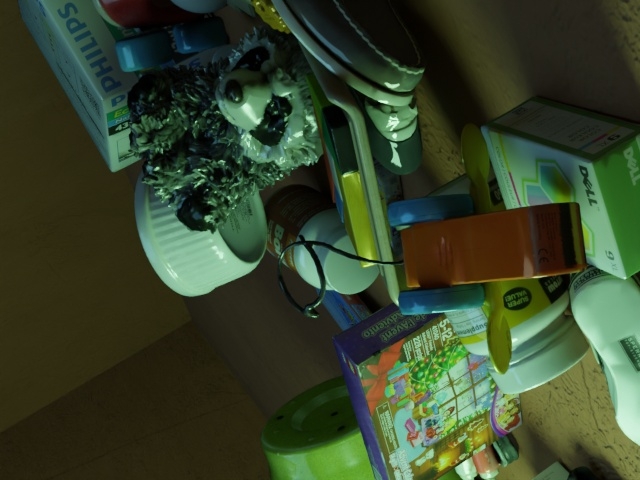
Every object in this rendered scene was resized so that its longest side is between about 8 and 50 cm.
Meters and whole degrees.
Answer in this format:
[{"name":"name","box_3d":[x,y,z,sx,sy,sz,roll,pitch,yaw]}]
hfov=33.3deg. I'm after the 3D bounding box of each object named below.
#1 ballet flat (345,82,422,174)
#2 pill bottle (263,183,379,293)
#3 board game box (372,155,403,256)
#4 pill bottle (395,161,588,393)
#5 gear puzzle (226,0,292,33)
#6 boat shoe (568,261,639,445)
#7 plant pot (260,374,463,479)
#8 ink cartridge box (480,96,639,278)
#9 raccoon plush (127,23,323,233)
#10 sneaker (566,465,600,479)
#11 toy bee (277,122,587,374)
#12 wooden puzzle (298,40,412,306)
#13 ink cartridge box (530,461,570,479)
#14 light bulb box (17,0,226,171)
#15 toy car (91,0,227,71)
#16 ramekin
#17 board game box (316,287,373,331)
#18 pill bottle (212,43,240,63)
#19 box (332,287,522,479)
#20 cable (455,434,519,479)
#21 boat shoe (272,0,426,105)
[{"name":"ballet flat","box_3d":[0.059,-0.163,1.146,0.203,0.074,0.074,64,165,-8]},{"name":"pill bottle","box_3d":[0.000,0.000,1.558,0.216,0.121,0.121,35,151,59]},{"name":"board game box","box_3d":[0.070,-0.061,1.391,0.103,0.026,0.154,49,162,38]},{"name":"pill bottle","box_3d":[0.172,0.039,1.062,0.208,0.119,0.119,59,166,-2]},{"name":"gear puzzle","box_3d":[-0.144,-0.310,1.175,0.339,0.044,0.175,37,168,19]},{"name":"boat shoe","box_3d":[0.277,0.092,0.933,0.219,0.077,0.070,60,-160,-29]},{"name":"plant pot","box_3d":[0.080,0.403,1.643,0.353,0.366,0.366,67,164,-13]},{"name":"ink cartridge box","box_3d":[0.221,-0.040,0.853,0.209,0.062,0.109,33,150,60]},{"name":"raccoon plush","box_3d":[-0.048,-0.187,1.377,0.216,0.299,0.446,62,-157,-11]},{"name":"sneaker","box_3d":[0.330,0.320,1.196,0.178,0.072,0.077,33,140,49]},{"name":"toy bee","box_3d":[0.121,-0.003,0.908,0.298,0.162,0.195,23,112,47]},{"name":"wooden puzzle","box_3d":[0.028,-0.072,1.086,0.221,0.044,0.239,-110,1,-62]},{"name":"ink cartridge box","box_3d":[0.338,0.398,1.295,0.231,0.078,0.134,46,161,43]},{"name":"light bulb box","box_3d":[-0.350,-0.360,1.816,0.358,0.225,0.361,58,165,7]},{"name":"toy car","box_3d":[-0.157,-0.350,1.375,0.238,0.210,0.219,2,110,41]},{"name":"ramekin","box_3d":[-0.163,-0.032,1.531,0.207,0.109,0.207,46,-144,-47]},{"name":"board game box","box_3d":[0.054,0.128,1.778,0.281,0.027,0.145,52,166,45]},{"name":"pill bottle","box_3d":[-0.126,-0.225,1.608,0.087,0.087,0.160,55,164,18]},{"name":"box","box_3d":[0.137,0.172,1.278,0.057,0.201,0.293,47,161,42]},{"name":"cable","box_3d":[0.183,0.221,1.480,0.287,0.072,0.139,63,161,-12]},{"name":"boat shoe","box_3d":[0.004,-0.272,1.037,0.097,0.116,0.324,-48,66,31]}]
